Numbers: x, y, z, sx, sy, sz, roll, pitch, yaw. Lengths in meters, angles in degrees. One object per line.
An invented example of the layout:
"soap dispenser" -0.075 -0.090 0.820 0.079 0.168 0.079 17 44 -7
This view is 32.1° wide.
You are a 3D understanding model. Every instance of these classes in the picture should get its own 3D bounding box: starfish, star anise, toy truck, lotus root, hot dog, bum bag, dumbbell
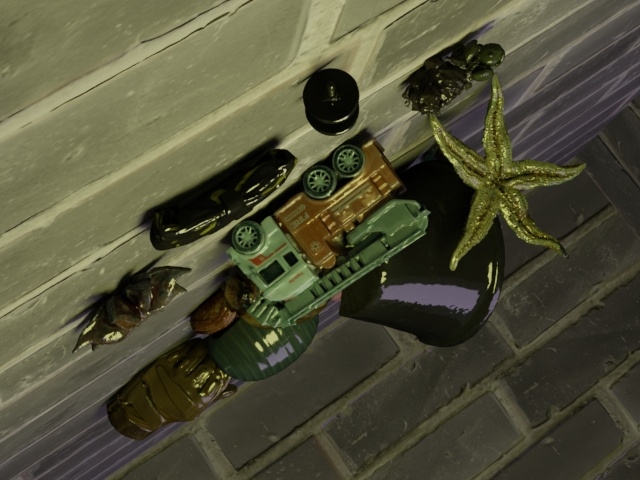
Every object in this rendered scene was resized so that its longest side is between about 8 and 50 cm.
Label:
"starfish" 0.339 -0.124 2.056 0.347 0.358 0.078 1 -179 -22
"star anise" -0.282 0.100 1.630 0.204 0.061 0.180 -40 176 39
"toy truck" 0.000 0.000 1.789 0.338 0.184 0.133 -38 170 7
"lotus root" -0.090 0.091 2.051 0.278 0.154 0.154 -11 155 -51
"hot dog" -0.188 0.132 2.141 0.147 0.065 0.099 -42 178 23
"bum bag" -0.124 -0.053 1.459 0.232 0.060 0.106 -30 178 -23
"dumbbell" 0.014 -0.168 1.356 0.069 0.069 0.147 -36 171 -5

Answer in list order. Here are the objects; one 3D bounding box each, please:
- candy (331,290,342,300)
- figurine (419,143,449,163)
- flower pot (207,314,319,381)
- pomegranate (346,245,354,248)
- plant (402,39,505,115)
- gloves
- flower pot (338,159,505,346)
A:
"candy" 0.095 0.051 2.690 0.255 0.094 0.255 -36 172 -6
"figurine" 0.240 -0.176 2.253 0.060 0.047 0.106 12 152 -27
"flower pot" -0.113 0.180 2.256 0.243 0.157 0.189 -40 -160 -12
"pomegranate" -0.019 0.002 1.969 0.169 0.122 0.143 14 106 -33
"plant" 0.200 -0.247 1.648 0.174 0.087 0.085 -30 -160 -7
"gloves" -0.306 0.315 2.373 0.331 0.154 0.141 -32 175 20
"flower pot" 0.146 0.023 2.162 0.251 0.380 0.379 -1 150 -36
